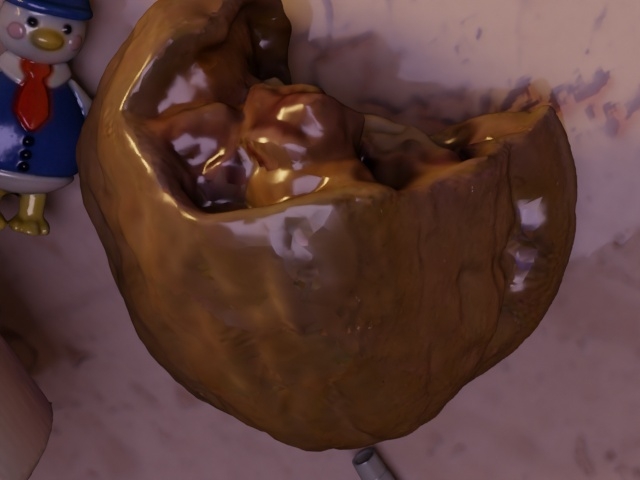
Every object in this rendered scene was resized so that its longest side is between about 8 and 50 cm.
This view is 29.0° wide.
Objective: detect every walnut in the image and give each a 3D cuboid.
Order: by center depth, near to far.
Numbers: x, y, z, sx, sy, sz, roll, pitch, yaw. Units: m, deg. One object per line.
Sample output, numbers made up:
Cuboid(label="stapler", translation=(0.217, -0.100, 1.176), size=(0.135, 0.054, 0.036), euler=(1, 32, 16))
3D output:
Cuboid(label="walnut", translation=(-0.008, 0.008, 0.562), size=(0.238, 0.141, 0.204), euler=(23, 113, -1))

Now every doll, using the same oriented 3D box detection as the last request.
Cuboid(label="doll", translation=(-0.141, -0.074, 0.603), size=(0.099, 0.057, 0.143), euler=(10, 102, -22))

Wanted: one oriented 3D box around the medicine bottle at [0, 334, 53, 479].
Cuboid(label="medicine bottle", translation=(-0.298, 0.020, 0.546), size=(0.256, 0.256, 0.325), euler=(-28, 108, 15))

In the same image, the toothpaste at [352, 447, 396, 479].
Cuboid(label="toothpaste", translation=(0.042, 0.148, 0.660), size=(0.024, 0.015, 0.083), euler=(-28, 106, 14))
